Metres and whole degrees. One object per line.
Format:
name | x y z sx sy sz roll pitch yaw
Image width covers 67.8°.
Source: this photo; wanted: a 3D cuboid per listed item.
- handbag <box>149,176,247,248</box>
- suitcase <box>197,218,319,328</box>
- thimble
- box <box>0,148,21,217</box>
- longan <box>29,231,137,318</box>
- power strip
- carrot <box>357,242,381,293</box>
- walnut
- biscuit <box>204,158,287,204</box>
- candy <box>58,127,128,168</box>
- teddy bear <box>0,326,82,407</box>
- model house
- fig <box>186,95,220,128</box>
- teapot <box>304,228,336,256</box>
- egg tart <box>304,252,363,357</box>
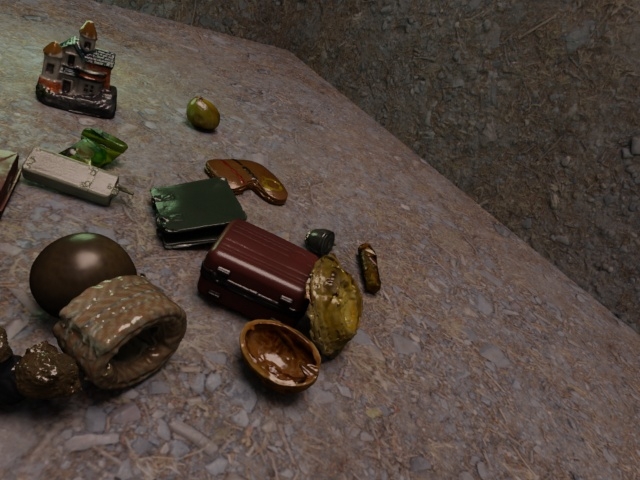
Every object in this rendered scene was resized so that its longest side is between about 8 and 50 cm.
handbag | -0.373 -0.090 1.436 0.259 0.079 0.248 -8 41 -26
suitcase | -0.160 0.090 1.282 0.296 0.161 0.236 25 31 -3
thimble | -0.387 0.178 0.935 0.148 0.196 0.229 32 22 19
box | -0.883 -0.159 1.174 0.215 0.086 0.215 11 34 -24
longan | -0.501 0.075 1.020 0.212 0.198 0.198 -3 42 -38
power strip | -0.679 -0.173 1.354 0.287 0.053 0.093 21 53 -17
carrot | 0.166 0.093 1.629 0.068 0.069 0.229 18 34 -16
walnut | -0.101 0.279 1.113 0.211 0.087 0.167 35 38 17
biscuit | -0.270 -0.227 1.785 0.277 0.052 0.262 -5 43 -42
candy | -0.722 -0.256 1.464 0.148 0.069 0.246 25 37 -5
teddy bear | -0.539 0.224 0.823 0.251 0.129 0.182 12 -14 14
model house | -0.860 -0.633 1.718 0.271 0.301 0.190 10 28 -26
fig | -0.498 -0.533 2.017 0.136 0.121 0.153 39 9 29
teapot | -0.005 0.007 1.630 0.090 0.124 0.092 23 69 24
egg tart | 0.043 0.167 1.240 0.094 0.279 0.279 -7 23 20
